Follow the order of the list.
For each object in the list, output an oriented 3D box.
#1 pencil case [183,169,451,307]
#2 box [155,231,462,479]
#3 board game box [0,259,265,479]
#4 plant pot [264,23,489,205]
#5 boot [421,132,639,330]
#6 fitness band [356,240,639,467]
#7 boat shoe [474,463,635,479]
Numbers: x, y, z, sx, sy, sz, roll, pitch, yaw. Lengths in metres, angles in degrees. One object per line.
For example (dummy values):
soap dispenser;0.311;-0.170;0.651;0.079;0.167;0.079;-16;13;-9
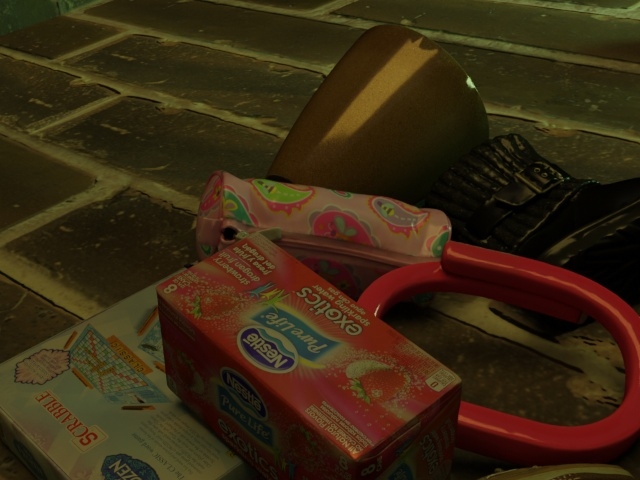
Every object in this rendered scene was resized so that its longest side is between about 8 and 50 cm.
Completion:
pencil case;0.000;0.000;1.035;0.284;0.124;0.124;10;26;-16
box;-0.017;0.121;0.790;0.122;0.128;0.256;-29;47;-32
board game box;-0.138;0.153;0.947;0.318;0.066;0.318;-29;36;-32
plant pot;0.054;-0.115;1.239;0.237;0.237;0.254;23;58;42
boot;0.320;-0.047;1.109;0.347;0.131;0.260;-19;31;-16
fitness band;0.170;0.106;0.883;0.290;0.054;0.209;14;50;9
boat shoe;0.163;0.213;0.774;0.189;0.068;0.072;-10;18;-2
